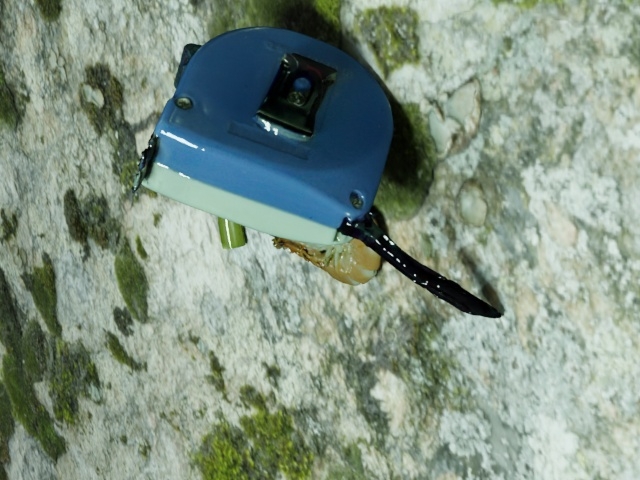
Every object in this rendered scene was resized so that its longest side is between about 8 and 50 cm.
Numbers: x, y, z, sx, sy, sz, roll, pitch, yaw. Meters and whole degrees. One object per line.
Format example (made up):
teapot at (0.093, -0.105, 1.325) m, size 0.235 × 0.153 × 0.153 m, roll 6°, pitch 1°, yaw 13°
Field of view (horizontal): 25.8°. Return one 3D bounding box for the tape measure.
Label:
tape measure at (0.023, -0.071, 1.269) m, size 0.351 × 0.215 × 0.098 m, roll 22°, pitch 136°, yaw -4°

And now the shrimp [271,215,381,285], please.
shrimp at (0.000, 0.000, 1.406) m, size 0.184 × 0.043 × 0.091 m, roll 5°, pitch 111°, yaw 53°

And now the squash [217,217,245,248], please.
squash at (-0.103, -0.033, 1.553) m, size 0.027 × 0.027 × 0.083 m, roll 5°, pitch 106°, yaw 54°
